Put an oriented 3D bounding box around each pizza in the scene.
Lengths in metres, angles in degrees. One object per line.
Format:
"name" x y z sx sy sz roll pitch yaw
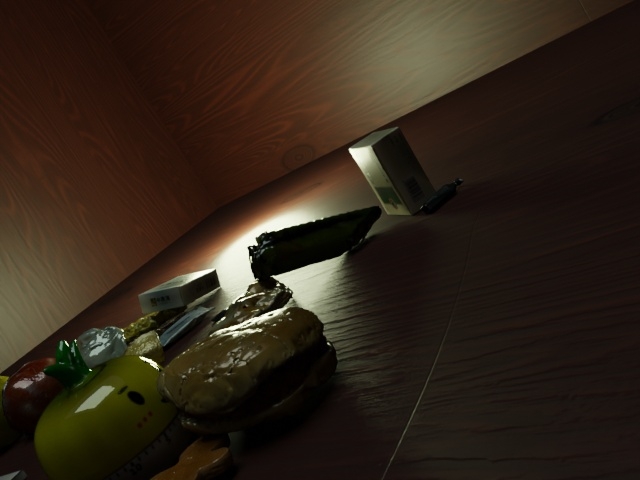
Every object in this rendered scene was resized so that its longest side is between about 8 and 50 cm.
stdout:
"pizza" -0.154 0.151 1.657 0.189 0.071 0.297 -25 13 34

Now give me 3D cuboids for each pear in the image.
"pear" -0.901 0.476 1.918 0.198 0.198 0.198 -30 12 7

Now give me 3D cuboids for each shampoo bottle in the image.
"shampoo bottle" 0.299 -0.111 1.685 0.137 0.027 0.048 -39 27 -30

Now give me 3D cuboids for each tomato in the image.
"tomato" -0.744 0.419 1.884 0.155 0.181 0.214 -10 25 13

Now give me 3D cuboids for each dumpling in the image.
"dumpling" -0.632 0.321 1.987 0.228 0.152 0.124 -26 -14 26

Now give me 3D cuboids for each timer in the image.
"timer" -0.381 0.290 1.190 0.285 0.285 0.285 -30 12 7

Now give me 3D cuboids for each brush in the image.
"brush" -0.225 0.184 1.826 0.193 0.016 0.063 -18 19 49

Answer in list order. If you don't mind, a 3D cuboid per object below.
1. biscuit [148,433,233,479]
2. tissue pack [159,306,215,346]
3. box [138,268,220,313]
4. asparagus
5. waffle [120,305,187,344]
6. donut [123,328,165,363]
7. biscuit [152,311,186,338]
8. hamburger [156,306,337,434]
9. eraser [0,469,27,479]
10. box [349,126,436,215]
"biscuit" -0.200 0.358 1.013 0.165 0.036 0.250 -26 7 19
"tissue pack" -0.397 0.249 1.967 0.193 0.026 0.122 -38 13 -27
"box" -0.439 0.158 2.164 0.155 0.067 0.243 -14 6 22
"asparagus" 0.000 0.000 1.733 0.381 0.108 0.128 -15 27 -15
"waffle" -0.536 0.260 2.164 0.261 0.056 0.250 -29 3 7
"donut" -0.312 0.273 1.371 0.146 0.181 0.078 -53 31 -2
"biscuit" -0.477 0.278 2.028 0.199 0.034 0.064 -38 10 -27
"hamburger" -0.123 0.210 1.132 0.283 0.145 0.259 -26 8 22
"eraser" -0.742 0.570 1.547 0.150 0.023 0.104 -24 14 32
"box" 0.186 -0.176 1.783 0.095 0.212 0.168 -35 12 -11
